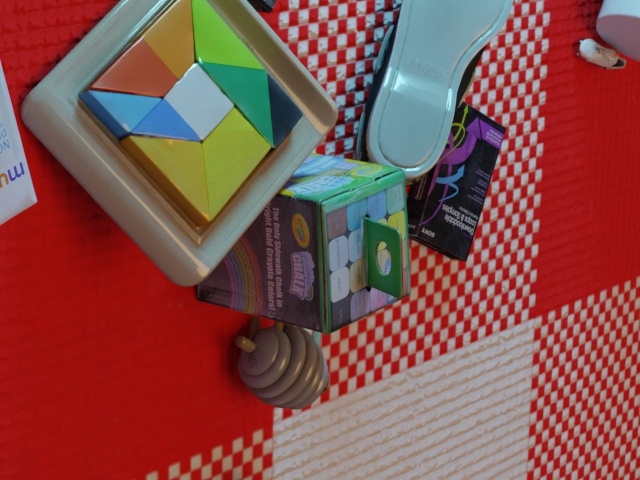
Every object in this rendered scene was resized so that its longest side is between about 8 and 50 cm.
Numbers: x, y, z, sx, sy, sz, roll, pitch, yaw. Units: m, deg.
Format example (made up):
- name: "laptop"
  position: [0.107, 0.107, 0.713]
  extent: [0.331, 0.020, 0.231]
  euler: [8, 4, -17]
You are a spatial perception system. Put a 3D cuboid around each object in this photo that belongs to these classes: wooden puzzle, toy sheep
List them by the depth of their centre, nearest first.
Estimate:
- name: "wooden puzzle"
  position: [-0.114, -0.114, 1.683]
  extent: [0.221, 0.044, 0.239]
  euler: [48, 60, -14]
- name: "toy sheep"
  position: [-0.039, 0.121, 1.895]
  extent: [0.132, 0.091, 0.091]
  euler: [29, 76, -38]

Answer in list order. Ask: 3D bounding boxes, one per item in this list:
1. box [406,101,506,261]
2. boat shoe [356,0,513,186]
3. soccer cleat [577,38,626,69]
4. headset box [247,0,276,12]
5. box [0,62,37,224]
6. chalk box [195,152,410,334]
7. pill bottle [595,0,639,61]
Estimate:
- name: "box"
  position: [0.147, -0.067, 2.126]
  extent: [0.116, 0.029, 0.162]
  euler: [24, 82, -53]
- name: "boat shoe"
  position: [0.112, -0.193, 1.998]
  extent: [0.114, 0.091, 0.302]
  euler: [29, 73, -6]
- name: "soccer cleat"
  position: [0.341, -0.225, 2.327]
  extent: [0.083, 0.035, 0.029]
  euler: [19, 85, -53]
- name: "headset box"
  position: [-0.068, -0.259, 1.787]
  extent: [0.083, 0.032, 0.062]
  euler: [34, 73, -50]
- name: "box"
  position: [-0.360, -0.079, 1.383]
  extent: [0.262, 0.126, 0.231]
  euler: [-36, 125, -43]
- name: "chalk box"
  position: [0.000, 0.000, 1.799]
  extent: [0.132, 0.213, 0.132]
  euler: [-23, 118, -48]
- name: "pill bottle"
  position: [0.443, -0.361, 2.318]
  extent: [0.160, 0.160, 0.283]
  euler: [40, 68, -50]
